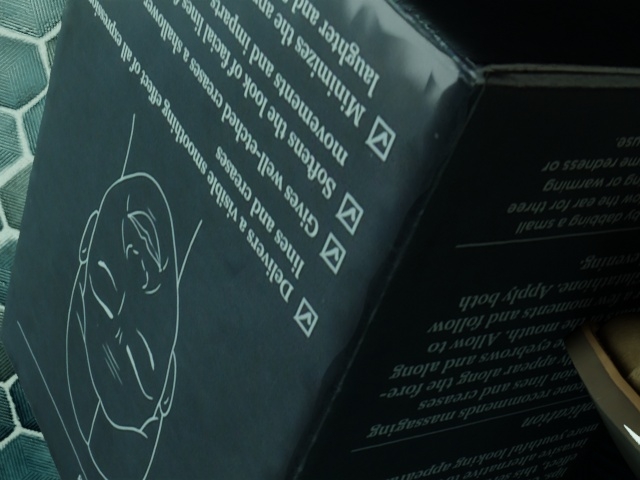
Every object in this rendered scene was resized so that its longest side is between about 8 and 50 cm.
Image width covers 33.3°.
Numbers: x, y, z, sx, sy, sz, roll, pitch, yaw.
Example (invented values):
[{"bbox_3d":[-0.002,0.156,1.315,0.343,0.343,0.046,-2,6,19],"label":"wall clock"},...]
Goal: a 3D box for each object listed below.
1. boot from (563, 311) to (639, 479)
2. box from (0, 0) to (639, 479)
[{"bbox_3d":[0.155,0.062,0.302,0.115,0.112,0.305,-42,6,3],"label":"boot"},{"bbox_3d":[0.000,0.000,0.557,0.293,0.212,0.395,54,135,37],"label":"box"}]
